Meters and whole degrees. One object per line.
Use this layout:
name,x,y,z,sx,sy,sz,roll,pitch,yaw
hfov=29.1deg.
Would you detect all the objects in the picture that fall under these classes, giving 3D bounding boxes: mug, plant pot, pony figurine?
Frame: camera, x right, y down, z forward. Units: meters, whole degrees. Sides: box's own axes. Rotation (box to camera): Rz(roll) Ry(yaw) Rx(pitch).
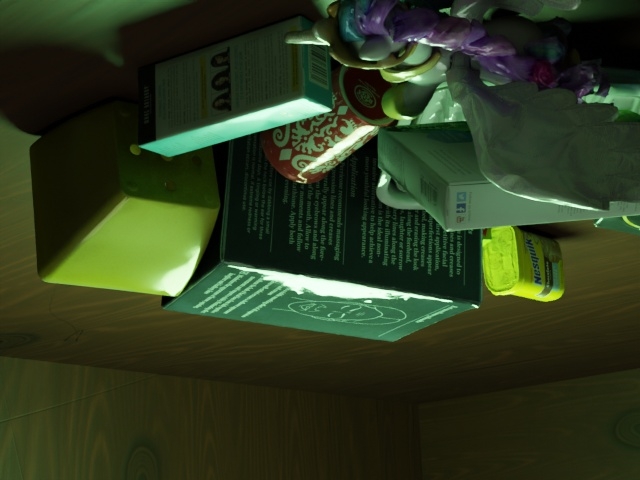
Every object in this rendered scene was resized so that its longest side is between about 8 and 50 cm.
mug,0.000,-0.153,1.519,0.150,0.113,0.169,6,159,-33
plant pot,-0.247,-0.069,1.641,0.212,0.212,0.187,8,149,-33
pony figurine,0.174,-0.183,1.220,0.351,0.303,0.363,3,-179,15

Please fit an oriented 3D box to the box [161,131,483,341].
box,0.000,0.000,1.816,0.395,0.212,0.293,10,161,-21

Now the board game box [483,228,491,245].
board game box,0.235,0.003,2.225,0.092,0.043,0.181,1,164,-11

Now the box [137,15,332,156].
box,-0.104,-0.175,1.436,0.244,0.100,0.060,-12,162,32

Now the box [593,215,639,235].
box,0.574,-0.105,1.611,0.318,0.097,0.395,10,155,-6

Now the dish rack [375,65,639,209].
dish rack,0.248,-0.138,1.579,0.333,0.072,0.285,1,149,-10

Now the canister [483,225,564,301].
canister,0.371,0.043,2.239,0.073,0.126,0.170,-15,162,38

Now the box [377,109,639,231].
box,0.249,-0.084,1.358,0.322,0.058,0.232,-4,-159,-15
